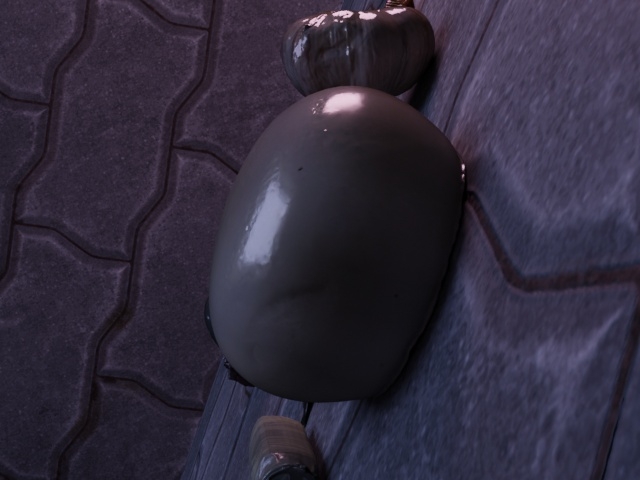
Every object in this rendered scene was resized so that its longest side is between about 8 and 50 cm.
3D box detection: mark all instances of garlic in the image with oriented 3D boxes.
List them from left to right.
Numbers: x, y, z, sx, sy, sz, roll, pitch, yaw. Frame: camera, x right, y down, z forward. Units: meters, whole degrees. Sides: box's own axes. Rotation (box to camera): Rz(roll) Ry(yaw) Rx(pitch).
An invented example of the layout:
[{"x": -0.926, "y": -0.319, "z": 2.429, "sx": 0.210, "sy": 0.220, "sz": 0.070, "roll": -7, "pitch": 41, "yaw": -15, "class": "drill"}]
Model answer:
[{"x": 0.056, "y": -0.215, "z": 1.136, "sx": 0.218, "sy": 0.218, "sz": 0.212, "roll": -110, "pitch": 11, "yaw": -78, "class": "garlic"}]

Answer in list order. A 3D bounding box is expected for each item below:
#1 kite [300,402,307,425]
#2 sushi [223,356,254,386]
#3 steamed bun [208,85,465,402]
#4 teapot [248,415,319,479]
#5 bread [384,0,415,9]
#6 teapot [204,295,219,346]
[{"x": 0.005, "y": 0.154, "z": 1.158, "sx": 0.189, "sy": 0.009, "sz": 0.232, "roll": -178, "pitch": 107, "yaw": -82, "class": "kite"}, {"x": -0.147, "y": 0.194, "z": 1.800, "sx": 0.161, "sy": 0.107, "sz": 0.241, "roll": 128, "pitch": 151, "yaw": -70, "class": "sushi"}, {"x": 0.000, "y": 0.000, "z": 0.834, "sx": 0.324, "sy": 0.206, "sz": 0.324, "roll": -162, "pitch": 90, "yaw": -83, "class": "steamed bun"}, {"x": -0.051, "y": 0.289, "z": 0.982, "sx": 0.200, "sy": 0.077, "sz": 0.107, "roll": -155, "pitch": 81, "yaw": -83, "class": "teapot"}, {"x": 0.133, "y": -0.380, "z": 1.387, "sx": 0.085, "sy": 0.053, "sz": 0.085, "roll": 15, "pitch": -90, "yaw": -86, "class": "bread"}, {"x": -0.061, "y": 0.075, "z": 1.289, "sx": 0.251, "sy": 0.183, "sz": 0.183, "roll": -57, "pitch": 10, "yaw": 9, "class": "teapot"}]
